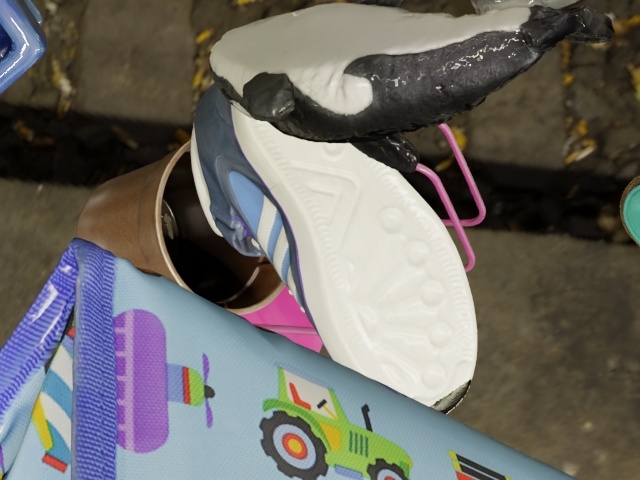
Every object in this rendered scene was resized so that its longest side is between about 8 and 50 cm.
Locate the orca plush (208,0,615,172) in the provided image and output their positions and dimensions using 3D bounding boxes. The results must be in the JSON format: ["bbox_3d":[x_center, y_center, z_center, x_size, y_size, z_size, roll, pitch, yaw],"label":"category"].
[{"bbox_3d":[0.055,-0.099,0.959,0.102,0.287,0.151,62,35,-29],"label":"orca plush"}]

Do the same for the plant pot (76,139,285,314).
[{"bbox_3d":[-0.133,-0.008,1.385,0.167,0.165,0.167,7,79,-41],"label":"plant pot"}]

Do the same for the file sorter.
[{"bbox_3d":[0.038,0.031,1.505,0.202,0.182,0.291,59,42,-46],"label":"file sorter"}]

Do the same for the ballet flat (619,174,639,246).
[{"bbox_3d":[0.459,0.006,1.398,0.342,0.116,0.124,18,28,26],"label":"ballet flat"}]

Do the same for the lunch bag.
[{"bbox_3d":[0.015,0.168,0.339,0.221,0.138,0.293,28,23,-30],"label":"lunch bag"}]

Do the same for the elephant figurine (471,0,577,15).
[{"bbox_3d":[0.221,-0.350,1.626,0.186,0.169,0.239,46,25,-20],"label":"elephant figurine"}]

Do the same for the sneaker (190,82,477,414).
[{"bbox_3d":[-0.001,0.000,1.252,0.130,0.236,0.323,-30,94,-17],"label":"sneaker"}]

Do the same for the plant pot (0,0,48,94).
[{"bbox_3d":[-0.368,-0.185,1.182,0.236,0.212,0.236,-37,105,5],"label":"plant pot"}]
